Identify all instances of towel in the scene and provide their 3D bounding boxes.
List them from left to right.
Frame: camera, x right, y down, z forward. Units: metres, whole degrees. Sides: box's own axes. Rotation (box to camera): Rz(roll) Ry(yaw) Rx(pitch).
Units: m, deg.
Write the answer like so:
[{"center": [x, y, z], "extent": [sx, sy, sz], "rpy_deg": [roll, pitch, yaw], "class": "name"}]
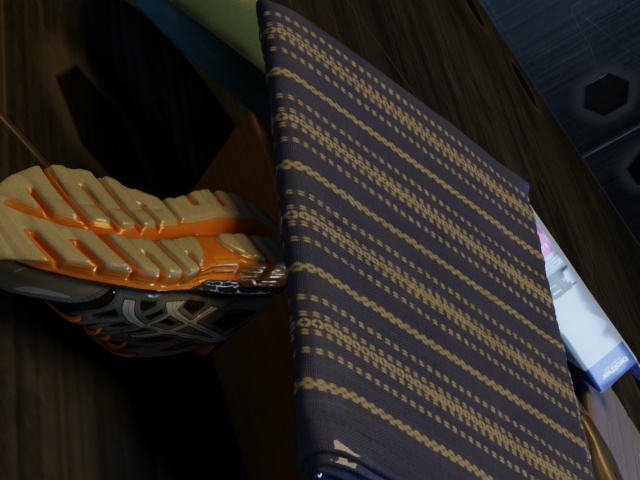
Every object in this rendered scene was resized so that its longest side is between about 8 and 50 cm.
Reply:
[{"center": [0.057, 0.040, 1.068], "extent": [0.243, 0.040, 0.336], "rpy_deg": [34, 34, -35], "class": "towel"}]

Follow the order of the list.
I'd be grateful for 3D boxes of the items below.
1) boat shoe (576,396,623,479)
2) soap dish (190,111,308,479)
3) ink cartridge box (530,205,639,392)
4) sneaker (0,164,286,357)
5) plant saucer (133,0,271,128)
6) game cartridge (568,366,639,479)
[{"center": [0.202, 0.257, 1.483], "extent": [0.132, 0.130, 0.355], "rpy_deg": [48, 13, -55], "class": "boat shoe"}, {"center": [0.026, 0.093, 1.181], "extent": [0.229, 0.118, 0.291], "rpy_deg": [44, 21, -52], "class": "soap dish"}, {"center": [0.220, 0.040, 2.026], "extent": [0.311, 0.065, 0.186], "rpy_deg": [48, -2, -36], "class": "ink cartridge box"}, {"center": [-0.096, 0.021, 0.974], "extent": [0.215, 0.083, 0.084], "rpy_deg": [9, 34, -50], "class": "sneaker"}, {"center": [-0.005, -0.092, 1.320], "extent": [0.317, 0.044, 0.317], "rpy_deg": [40, -2, 2], "class": "plant saucer"}, {"center": [0.312, 0.265, 2.025], "extent": [0.230, 0.068, 0.355], "rpy_deg": [62, 13, -14], "class": "game cartridge"}]
